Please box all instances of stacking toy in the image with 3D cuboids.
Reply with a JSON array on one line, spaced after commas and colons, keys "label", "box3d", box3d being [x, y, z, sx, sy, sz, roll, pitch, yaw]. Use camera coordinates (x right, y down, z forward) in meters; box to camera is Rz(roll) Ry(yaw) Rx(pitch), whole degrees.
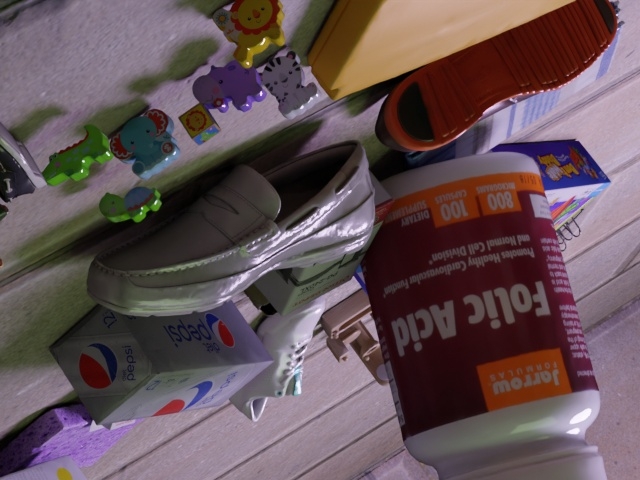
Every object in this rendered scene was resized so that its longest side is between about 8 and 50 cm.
[{"label": "stacking toy", "box3d": [-0.107, -0.099, 1.358, 0.221, 0.052, 0.167, -34, 164, 2]}]

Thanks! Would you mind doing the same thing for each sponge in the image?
[{"label": "sponge", "box3d": [-0.287, 0.228, 2.006, 0.117, 0.031, 0.210, -41, 165, 18]}]

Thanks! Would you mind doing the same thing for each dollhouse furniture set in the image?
[{"label": "dollhouse furniture set", "box3d": [0.092, 0.134, 2.385, 0.144, 0.123, 0.151, -33, 165, -12]}]

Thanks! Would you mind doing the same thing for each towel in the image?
[{"label": "towel", "box3d": [0.210, -0.154, 1.929, 0.285, 0.034, 0.209, -33, 168, -2]}]

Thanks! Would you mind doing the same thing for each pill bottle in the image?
[{"label": "pill bottle", "box3d": [0.179, 0.119, 1.910, 0.224, 0.392, 0.224, -13, 168, -3]}]

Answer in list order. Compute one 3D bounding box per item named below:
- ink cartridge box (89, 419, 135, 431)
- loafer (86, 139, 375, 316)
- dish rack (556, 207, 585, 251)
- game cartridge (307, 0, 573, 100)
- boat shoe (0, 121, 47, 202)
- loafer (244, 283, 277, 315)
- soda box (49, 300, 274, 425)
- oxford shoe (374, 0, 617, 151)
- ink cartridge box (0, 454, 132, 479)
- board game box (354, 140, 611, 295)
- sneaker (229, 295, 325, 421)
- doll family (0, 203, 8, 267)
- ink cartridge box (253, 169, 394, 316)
[{"label": "ink cartridge box", "box3d": [-0.224, 0.181, 1.942, 0.048, 0.028, 0.083, -11, 126, -59]}, {"label": "loafer", "box3d": [-0.079, -0.016, 1.601, 0.319, 0.112, 0.111, -22, 125, -40]}, {"label": "dish rack", "box3d": [0.300, 0.026, 2.617, 0.271, 0.074, 0.208, -20, 160, -47]}, {"label": "game cartridge", "box3d": [0.154, -0.255, 1.461, 0.324, 0.052, 0.285, -24, 162, -31]}, {"label": "boat shoe", "box3d": [-0.227, -0.057, 1.219, 0.038, 0.046, 0.125, -32, 169, -3]}, {"label": "loafer", "box3d": [-0.056, 0.060, 1.962, 0.056, 0.050, 0.148, -36, 164, 10]}, {"label": "soda box", "box3d": [-0.161, 0.122, 1.829, 0.091, 0.098, 0.286, -40, 166, 16]}, {"label": "oxford shoe", "box3d": [0.167, -0.171, 1.705, 0.271, 0.097, 0.098, -27, -177, -16]}, {"label": "ink cartridge box", "box3d": [-0.412, 0.339, 1.933, 0.303, 0.072, 0.307, -34, 171, 27]}, {"label": "board game box", "box3d": [0.212, -0.024, 2.248, 0.233, 0.078, 0.347, -43, 164, 25]}, {"label": "sneaker", "box3d": [-0.045, 0.148, 2.178, 0.080, 0.094, 0.212, -17, 156, -48]}, {"label": "doll family", "box3d": [-0.309, 0.047, 1.316, 0.193, 0.076, 0.111, -31, 170, 0]}, {"label": "ink cartridge box", "box3d": [0.000, 0.000, 1.847, 0.109, 0.063, 0.150, -27, 157, -35]}]
